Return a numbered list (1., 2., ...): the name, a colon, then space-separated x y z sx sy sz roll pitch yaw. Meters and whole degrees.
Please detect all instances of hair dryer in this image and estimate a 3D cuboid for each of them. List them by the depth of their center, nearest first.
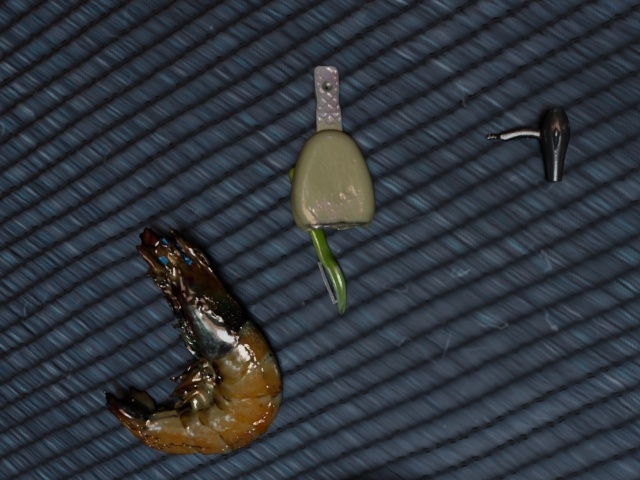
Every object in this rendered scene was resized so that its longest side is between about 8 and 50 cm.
1. hair dryer: 0.228 -0.104 0.518 0.083 0.031 0.079 2 103 22

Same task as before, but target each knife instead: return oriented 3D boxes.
1. knife: 0.000 0.000 0.555 0.026 0.022 0.184 -20 91 39

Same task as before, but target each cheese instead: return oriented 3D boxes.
1. cheese: 0.012 -0.105 0.535 0.097 0.037 0.192 -2 86 -9

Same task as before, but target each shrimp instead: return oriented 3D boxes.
1. shrimp: -0.181 0.133 0.572 0.222 0.054 0.290 -26 93 9
